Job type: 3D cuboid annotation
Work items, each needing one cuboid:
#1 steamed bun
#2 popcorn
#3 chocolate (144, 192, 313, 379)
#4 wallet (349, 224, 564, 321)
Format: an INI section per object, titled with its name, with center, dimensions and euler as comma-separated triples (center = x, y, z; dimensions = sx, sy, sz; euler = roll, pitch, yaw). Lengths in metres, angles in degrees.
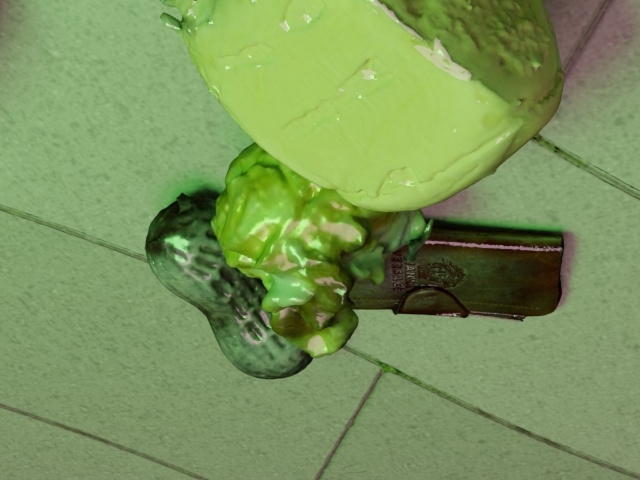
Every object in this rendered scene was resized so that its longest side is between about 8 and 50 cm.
[steamed bun]
center = 0.037, -0.159, 0.979
dimensions = 0.273, 0.166, 0.232
euler = 38, 142, -10
[popcorn]
center = 0.000, 0.000, 1.144
dimensions = 0.198, 0.212, 0.198
euler = 2, 178, 0
[chocolate]
center = -0.087, 0.052, 1.302
dimensions = 0.110, 0.110, 0.248
euler = -20, 125, 33
[wallet]
center = 0.110, 0.031, 1.277
dimensions = 0.255, 0.031, 0.137
euler = 5, 139, 10
